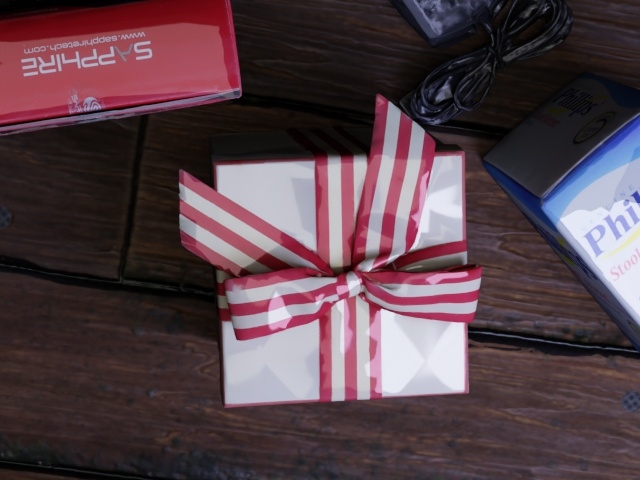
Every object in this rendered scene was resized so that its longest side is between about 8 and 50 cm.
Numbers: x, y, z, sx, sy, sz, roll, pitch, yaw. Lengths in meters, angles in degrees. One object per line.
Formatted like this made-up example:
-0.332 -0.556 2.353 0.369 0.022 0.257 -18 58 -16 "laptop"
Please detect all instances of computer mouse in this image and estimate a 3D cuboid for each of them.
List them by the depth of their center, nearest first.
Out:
0.104 -0.262 1.615 0.188 0.072 0.272 -35 114 -1 "computer mouse"

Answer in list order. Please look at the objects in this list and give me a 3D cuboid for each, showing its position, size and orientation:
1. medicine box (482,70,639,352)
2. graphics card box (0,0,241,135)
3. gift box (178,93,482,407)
0.316 0.001 1.581 0.149 0.263 0.289 -42 102 3 "medicine box"
-0.193 -0.170 1.444 0.232 0.371 0.094 -9 102 -3 "graphics card box"
0.000 0.000 1.553 0.255 0.258 0.276 -8 102 -5 "gift box"
